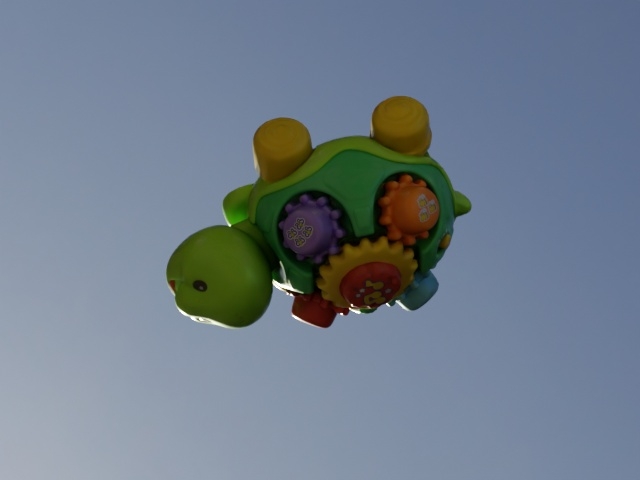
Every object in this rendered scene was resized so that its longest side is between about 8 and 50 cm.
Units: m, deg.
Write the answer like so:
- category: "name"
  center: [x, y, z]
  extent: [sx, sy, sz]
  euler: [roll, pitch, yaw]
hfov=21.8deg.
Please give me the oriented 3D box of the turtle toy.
- category: "turtle toy"
  center: [0.000, 0.000, 0.685]
  extent: [0.130, 0.066, 0.095]
  euler: [-11, -41, -4]
